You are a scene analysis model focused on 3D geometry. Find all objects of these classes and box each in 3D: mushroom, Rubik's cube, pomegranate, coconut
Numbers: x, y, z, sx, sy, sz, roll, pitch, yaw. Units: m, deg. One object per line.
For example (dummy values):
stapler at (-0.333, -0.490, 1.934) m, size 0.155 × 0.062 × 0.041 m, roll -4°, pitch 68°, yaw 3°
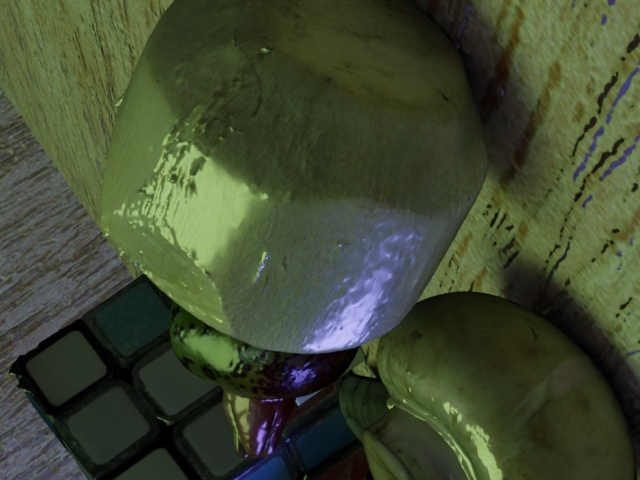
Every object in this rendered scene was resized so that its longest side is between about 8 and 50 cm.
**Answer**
mushroom at (0.138, 0.157, 1.340) m, size 0.255 × 0.184 × 0.255 m, roll 53°, pitch 156°, yaw 37°
Rubik's cube at (-0.152, 0.259, 2.398) m, size 0.362 × 0.363 × 0.358 m, roll 47°, pitch 164°, yaw 34°
pomegranate at (-0.060, 0.115, 1.885) m, size 0.214 × 0.214 × 0.247 m, roll -155°, pitch 69°, yaw -69°
coconut at (-0.026, -0.048, 1.196) m, size 0.245 × 0.245 × 0.247 m, roll 50°, pitch 130°, yaw 27°

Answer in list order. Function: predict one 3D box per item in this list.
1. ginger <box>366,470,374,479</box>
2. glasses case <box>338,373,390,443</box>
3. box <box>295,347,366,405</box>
ginger at (0.130, 0.502, 2.144) m, size 0.413 × 0.211 × 0.358 m, roll 61°, pitch 163°, yaw -10°
glasses case at (0.090, 0.202, 1.965) m, size 0.114 × 0.060 × 0.299 m, roll 54°, pitch 169°, yaw -6°
box at (-0.026, 0.126, 2.133) m, size 0.152 × 0.100 × 0.048 m, roll 38°, pitch 156°, yaw 57°
